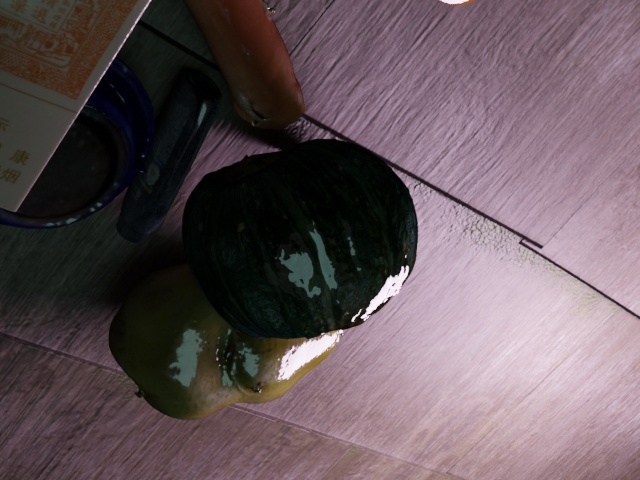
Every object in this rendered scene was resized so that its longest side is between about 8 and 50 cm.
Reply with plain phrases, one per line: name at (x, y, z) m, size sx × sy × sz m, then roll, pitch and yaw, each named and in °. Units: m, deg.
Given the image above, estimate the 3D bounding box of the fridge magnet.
fridge magnet at (-0.322, -0.115, 1.184) m, size 0.266 × 0.112 × 0.265 m, roll -14°, pitch 136°, yaw -15°

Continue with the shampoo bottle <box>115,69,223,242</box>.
shampoo bottle at (-0.195, -0.099, 1.283) m, size 0.049 × 0.087 × 0.233 m, roll 12°, pitch 120°, yaw -34°

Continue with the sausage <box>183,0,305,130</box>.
sausage at (-0.118, -0.278, 1.170) m, size 0.094 × 0.094 × 0.419 m, roll -63°, pitch 144°, yaw -29°

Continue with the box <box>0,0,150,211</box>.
box at (-0.277, -0.197, 0.888) m, size 0.205 × 0.051 × 0.365 m, roll 22°, pitch 120°, yaw -35°

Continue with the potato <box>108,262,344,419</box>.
potato at (-0.125, 0.131, 1.443) m, size 0.351 × 0.202 × 0.218 m, roll -7°, pitch 87°, yaw -30°

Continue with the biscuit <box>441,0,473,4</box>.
biscuit at (0.214, -0.379, 1.298) m, size 0.186 × 0.036 × 0.192 m, roll 20°, pitch 117°, yaw -40°

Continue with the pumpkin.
pumpkin at (0.000, 0.000, 1.309) m, size 0.293 × 0.197 × 0.263 m, roll -24°, pitch 100°, yaw -33°
